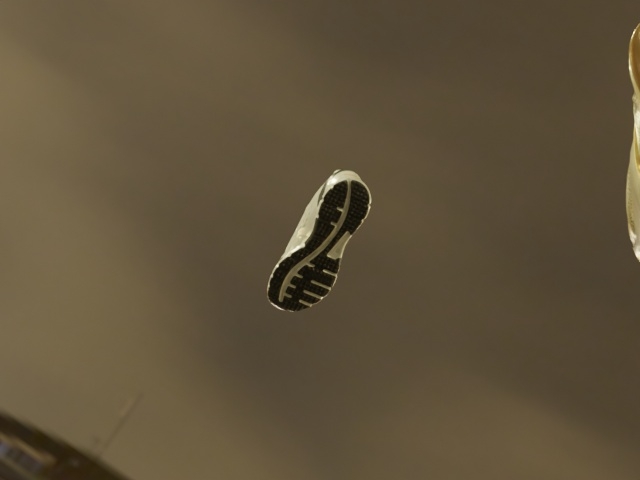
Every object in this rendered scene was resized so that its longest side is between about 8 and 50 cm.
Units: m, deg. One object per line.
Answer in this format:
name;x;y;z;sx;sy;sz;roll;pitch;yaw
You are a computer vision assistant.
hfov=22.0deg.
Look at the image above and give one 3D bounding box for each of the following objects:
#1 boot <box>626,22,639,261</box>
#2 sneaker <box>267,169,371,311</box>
boot;0.258;0.004;1.077;0.095;0.262;0.203;-15;-23;2
sneaker;0.000;0.000;1.103;0.040;0.109;0.043;29;18;-14
